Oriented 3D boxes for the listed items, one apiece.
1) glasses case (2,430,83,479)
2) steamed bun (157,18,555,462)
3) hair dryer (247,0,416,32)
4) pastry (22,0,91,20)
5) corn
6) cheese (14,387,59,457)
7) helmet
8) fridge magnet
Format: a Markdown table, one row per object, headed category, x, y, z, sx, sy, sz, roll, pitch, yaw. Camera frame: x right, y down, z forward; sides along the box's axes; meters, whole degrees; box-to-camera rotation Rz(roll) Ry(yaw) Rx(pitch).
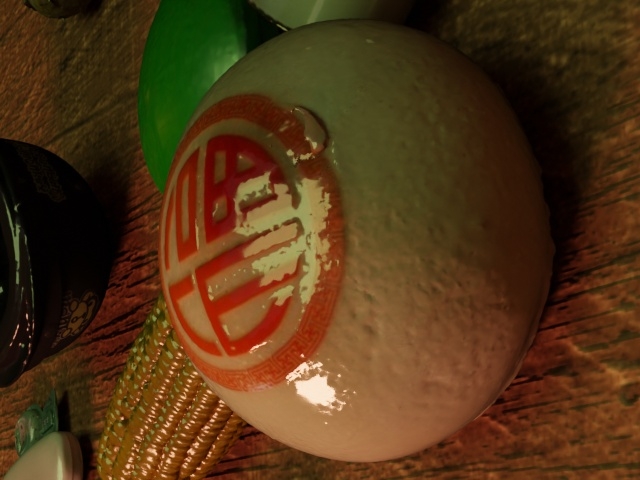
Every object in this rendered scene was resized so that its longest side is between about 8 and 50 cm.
| category | x | y | z | sx | sy | sz | roll | pitch | yaw |
| --- | --- | --- | --- | --- | --- | --- | --- | --- | --- |
| glasses case | -0.301 | 0.264 | 1.493 | 0.197 | 0.049 | 0.076 | -43 | 50 | 47 |
| steamed bun | 0.000 | 0.000 | 0.879 | 0.283 | 0.177 | 0.283 | 2 | 92 | 48 |
| hair dryer | 0.005 | -0.314 | 1.034 | 0.203 | 0.128 | 0.362 | -64 | 29 | 32 |
| pastry | -0.284 | -0.316 | 1.526 | 0.153 | 0.081 | 0.153 | 16 | 109 | 56 |
| corn | -0.103 | 0.114 | 1.132 | 0.322 | 0.119 | 0.119 | -59 | 39 | 42 |
| cheese | -0.311 | 0.209 | 1.542 | 0.120 | 0.026 | 0.067 | -39 | 54 | 49 |
| helmet | -0.294 | 0.016 | 1.417 | 0.279 | 0.160 | 0.231 | 46 | 125 | 37 |
| fridge magnet | -0.095 | -0.130 | 1.179 | 0.208 | 0.088 | 0.208 | -15 | 72 | 58 |
